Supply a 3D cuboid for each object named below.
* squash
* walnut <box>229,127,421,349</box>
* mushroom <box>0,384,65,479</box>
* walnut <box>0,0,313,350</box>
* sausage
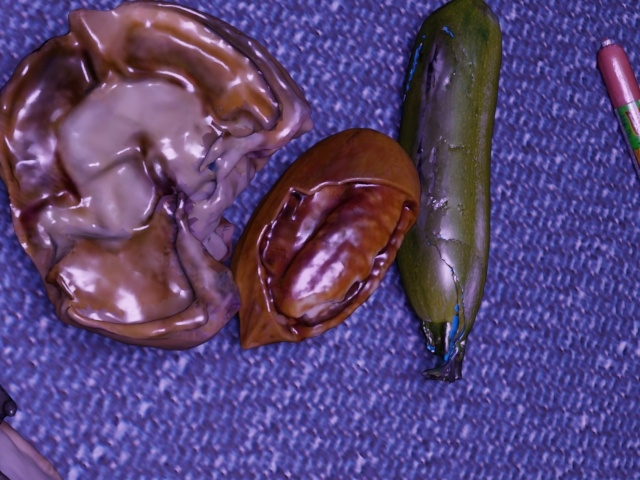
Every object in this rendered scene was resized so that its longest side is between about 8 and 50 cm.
[{"bbox_3d":[0.104,-0.046,0.952,0.087,0.087,0.331,8,78,-23],"label":"squash"},{"bbox_3d":[0.000,0.000,0.884,0.116,0.116,0.207,42,71,-13],"label":"walnut"},{"bbox_3d":[-0.231,0.340,0.699,0.397,0.224,0.313,-45,116,-16],"label":"mushroom"},{"bbox_3d":[-0.131,-0.046,0.820,0.204,0.141,0.238,24,74,-7],"label":"walnut"},{"bbox_3d":[0.304,-0.085,1.078,0.029,0.029,0.223,-21,91,-25],"label":"sausage"}]
